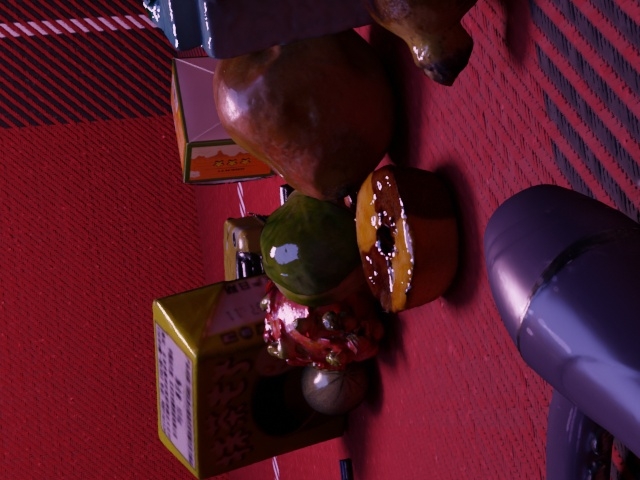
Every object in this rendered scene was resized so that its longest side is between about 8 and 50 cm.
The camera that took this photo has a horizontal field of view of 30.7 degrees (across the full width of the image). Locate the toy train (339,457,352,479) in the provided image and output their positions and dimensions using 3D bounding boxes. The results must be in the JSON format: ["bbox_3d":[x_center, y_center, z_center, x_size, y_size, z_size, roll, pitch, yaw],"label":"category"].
[{"bbox_3d":[0.043,0.385,1.827,0.017,0.017,0.083,175,89,-71],"label":"toy train"}]

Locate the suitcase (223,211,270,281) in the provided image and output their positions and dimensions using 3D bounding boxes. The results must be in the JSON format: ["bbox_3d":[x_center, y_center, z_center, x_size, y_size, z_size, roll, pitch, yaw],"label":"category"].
[{"bbox_3d":[-0.080,0.054,1.929,0.235,0.143,0.193,-148,53,-75],"label":"suitcase"}]

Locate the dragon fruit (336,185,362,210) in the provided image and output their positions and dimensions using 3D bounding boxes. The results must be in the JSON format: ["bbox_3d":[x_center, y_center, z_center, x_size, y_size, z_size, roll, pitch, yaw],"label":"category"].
[{"bbox_3d":[0.027,-0.093,1.553,0.190,0.094,0.094,41,140,41],"label":"dragon fruit"}]

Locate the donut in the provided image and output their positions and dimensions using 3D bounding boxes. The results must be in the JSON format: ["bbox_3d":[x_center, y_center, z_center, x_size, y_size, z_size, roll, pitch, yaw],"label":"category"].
[{"bbox_3d":[0.095,-0.003,1.268,0.184,0.073,0.166,120,143,-68],"label":"donut"}]

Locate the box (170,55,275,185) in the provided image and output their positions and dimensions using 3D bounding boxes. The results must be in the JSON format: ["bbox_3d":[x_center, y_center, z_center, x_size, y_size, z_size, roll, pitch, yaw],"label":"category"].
[{"bbox_3d":[-0.177,-0.225,2.153,0.148,0.178,0.195,107,154,-59],"label":"box"}]

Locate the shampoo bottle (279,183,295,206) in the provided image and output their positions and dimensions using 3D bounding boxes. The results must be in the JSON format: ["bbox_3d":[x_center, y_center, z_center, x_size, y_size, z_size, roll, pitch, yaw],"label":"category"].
[{"bbox_3d":[-0.055,-0.030,2.041,0.048,0.027,0.137,-91,-1,-74],"label":"shampoo bottle"}]

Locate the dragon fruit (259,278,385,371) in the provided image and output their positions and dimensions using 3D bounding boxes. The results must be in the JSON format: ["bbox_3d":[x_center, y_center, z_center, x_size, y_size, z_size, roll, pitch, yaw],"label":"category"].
[{"bbox_3d":[0.005,0.099,1.540,0.172,0.166,0.160,3,56,48],"label":"dragon fruit"}]

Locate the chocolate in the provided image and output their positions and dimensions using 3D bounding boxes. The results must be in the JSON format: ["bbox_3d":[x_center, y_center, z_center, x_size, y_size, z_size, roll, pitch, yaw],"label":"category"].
[{"bbox_3d":[-0.094,0.198,1.756,0.137,0.289,0.300,-127,31,-47],"label":"chocolate"}]

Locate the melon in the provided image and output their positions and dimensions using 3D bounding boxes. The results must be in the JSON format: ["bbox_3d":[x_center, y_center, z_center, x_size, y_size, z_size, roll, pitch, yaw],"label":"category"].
[{"bbox_3d":[0.022,0.199,1.647,0.131,0.098,0.098,144,119,-70],"label":"melon"}]

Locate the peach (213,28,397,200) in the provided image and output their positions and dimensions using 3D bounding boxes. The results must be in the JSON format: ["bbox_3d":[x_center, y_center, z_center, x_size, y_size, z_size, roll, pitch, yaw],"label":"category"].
[{"bbox_3d":[-0.014,-0.159,1.392,0.235,0.214,0.214,58,159,18],"label":"peach"}]

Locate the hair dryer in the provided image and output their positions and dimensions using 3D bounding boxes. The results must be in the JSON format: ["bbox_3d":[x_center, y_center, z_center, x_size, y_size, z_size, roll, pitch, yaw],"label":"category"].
[{"bbox_3d":[0.216,0.164,0.819,0.301,0.121,0.361,-122,18,-45],"label":"hair dryer"}]

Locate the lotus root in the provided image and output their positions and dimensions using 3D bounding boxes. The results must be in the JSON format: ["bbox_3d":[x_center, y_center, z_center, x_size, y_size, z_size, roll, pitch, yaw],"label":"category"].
[{"bbox_3d":[0.082,-0.291,1.023,0.169,0.141,0.314,177,85,-82],"label":"lotus root"}]

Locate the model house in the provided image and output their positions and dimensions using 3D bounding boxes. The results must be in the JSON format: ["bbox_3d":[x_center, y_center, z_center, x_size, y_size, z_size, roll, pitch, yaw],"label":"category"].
[{"bbox_3d":[-0.065,-0.370,1.281,0.230,0.281,0.248,-124,23,-51],"label":"model house"}]

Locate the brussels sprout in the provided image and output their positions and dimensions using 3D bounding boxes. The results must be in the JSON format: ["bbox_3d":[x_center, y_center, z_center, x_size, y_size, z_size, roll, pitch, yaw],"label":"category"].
[{"bbox_3d":[-0.005,0.007,1.433,0.131,0.145,0.183,41,174,-28],"label":"brussels sprout"}]
